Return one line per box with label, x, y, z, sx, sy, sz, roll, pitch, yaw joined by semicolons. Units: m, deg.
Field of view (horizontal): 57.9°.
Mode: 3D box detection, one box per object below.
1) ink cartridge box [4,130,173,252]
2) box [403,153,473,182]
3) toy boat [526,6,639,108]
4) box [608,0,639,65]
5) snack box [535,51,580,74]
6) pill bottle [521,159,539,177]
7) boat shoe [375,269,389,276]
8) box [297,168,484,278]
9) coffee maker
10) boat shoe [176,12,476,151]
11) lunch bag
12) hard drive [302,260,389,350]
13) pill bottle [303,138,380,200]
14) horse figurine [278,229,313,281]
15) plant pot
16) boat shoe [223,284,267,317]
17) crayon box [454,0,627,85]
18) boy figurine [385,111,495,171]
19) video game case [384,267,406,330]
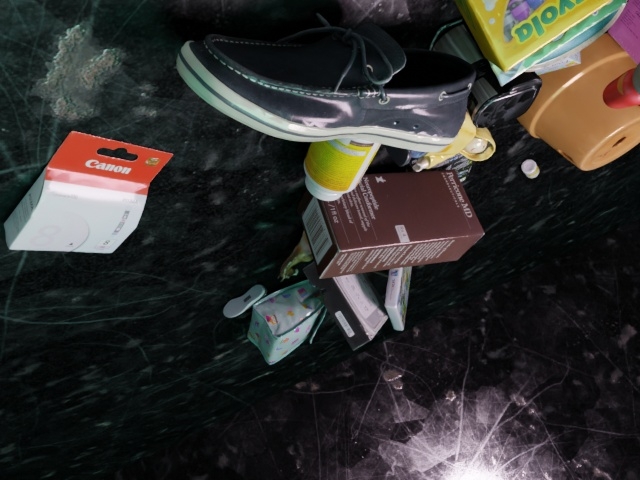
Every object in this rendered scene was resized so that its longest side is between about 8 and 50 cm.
ink cartridge box;-0.369;-0.064;0.939;0.232;0.066;0.189;-35;157;30
box;0.294;-0.177;1.448;0.190;0.045;0.184;-23;159;-9
toy boat;0.407;-0.334;0.876;0.267;0.318;0.148;-41;-178;-2
box;0.784;-0.436;1.207;0.242;0.214;0.117;-21;157;-15
snack box;0.441;-0.367;1.150;0.100;0.037;0.141;-3;180;44
pill bottle;0.637;-0.214;1.752;0.043;0.043;0.083;-35;157;19
boat shoe;0.166;0.030;1.676;0.113;0.103;0.302;-33;157;14
box;0.160;-0.043;1.327;0.381;0.191;0.143;-6;153;-26
coffee maker;0.300;-0.304;1.001;0.171;0.178;0.120;-31;158;10
boat shoe;0.036;-0.238;0.841;0.499;0.187;0.156;0;133;-35
lunch bag;-0.078;0.234;1.786;0.262;0.160;0.223;-28;157;-28
hard drive;0.081;0.140;1.534;0.064;0.237;0.339;-33;174;13
pill bottle;0.039;-0.168;1.084;0.117;0.117;0.215;-15;155;-27
horse figurine;0.000;0.000;1.477;0.174;0.066;0.263;-17;160;-36
plant pot;0.641;-0.303;1.354;0.290;0.204;0.291;-24;157;-11
boat shoe;-0.211;0.176;1.645;0.142;0.049;0.040;-34;157;10
crayon box;0.258;-0.364;0.716;0.203;0.083;0.323;-33;120;14
boy figurine;0.273;-0.216;1.283;0.285;0.092;0.177;-4;146;-38
video game case;0.232;0.082;1.660;0.036;0.300;0.329;6;162;13
